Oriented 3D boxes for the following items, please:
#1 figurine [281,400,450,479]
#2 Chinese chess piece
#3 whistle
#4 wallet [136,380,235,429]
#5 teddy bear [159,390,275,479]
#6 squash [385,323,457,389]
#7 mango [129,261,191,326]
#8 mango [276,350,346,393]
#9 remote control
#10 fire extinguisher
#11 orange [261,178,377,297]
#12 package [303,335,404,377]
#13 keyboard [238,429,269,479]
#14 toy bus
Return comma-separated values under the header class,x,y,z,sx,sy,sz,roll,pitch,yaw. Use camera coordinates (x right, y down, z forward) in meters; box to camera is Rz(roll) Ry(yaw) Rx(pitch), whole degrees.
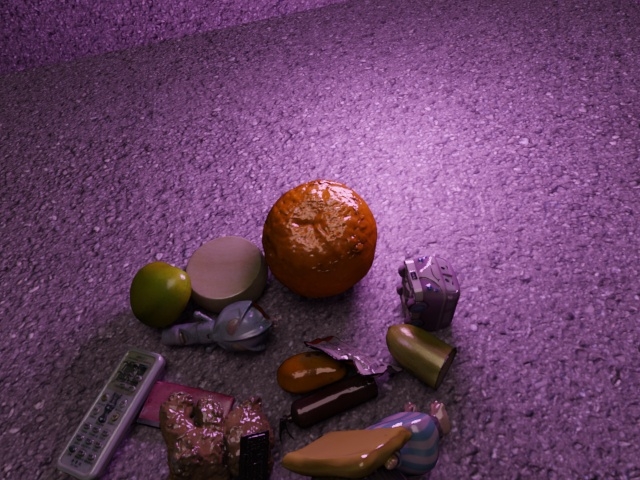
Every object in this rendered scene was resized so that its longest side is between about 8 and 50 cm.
class,x,y,z,sx,sy,sz,roll,pitch,yaw
figurine,0.141,0.579,0.982,0.362,0.266,0.377,-10,81,-32
Chinese chess piece,-0.284,0.104,1.435,0.251,0.101,0.250,-4,51,5
whistle,-0.274,0.248,1.310,0.347,0.142,0.133,-9,40,16
wallet,-0.348,0.442,1.227,0.233,0.025,0.119,7,53,12
teddy bear,-0.230,0.473,1.091,0.256,0.156,0.266,-5,83,-29
squash,0.247,0.281,1.210,0.187,0.123,0.123,32,62,27
mango,-0.456,0.156,1.337,0.273,0.149,0.185,7,82,59
mango,-0.025,0.336,1.217,0.178,0.089,0.115,-16,20,-7
remote control,-0.531,0.442,1.223,0.128,0.065,0.335,7,53,25
fire extinguisher,0.014,0.414,1.172,0.268,0.089,0.072,-20,14,-11
orange,0.000,0.000,1.362,0.341,0.293,0.340,-4,68,10
package,0.084,0.298,1.196,0.232,0.166,0.040,16,92,31
keyboard,-0.147,0.523,1.044,0.074,0.196,0.015,1,3,-30
toy bus,0.287,0.140,1.264,0.143,0.202,0.141,-7,52,0
